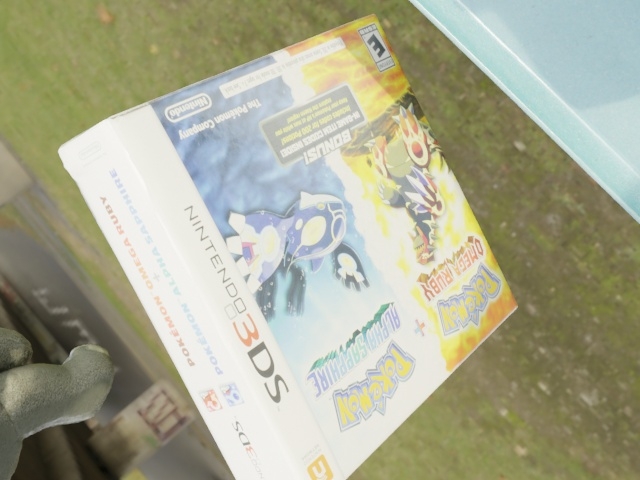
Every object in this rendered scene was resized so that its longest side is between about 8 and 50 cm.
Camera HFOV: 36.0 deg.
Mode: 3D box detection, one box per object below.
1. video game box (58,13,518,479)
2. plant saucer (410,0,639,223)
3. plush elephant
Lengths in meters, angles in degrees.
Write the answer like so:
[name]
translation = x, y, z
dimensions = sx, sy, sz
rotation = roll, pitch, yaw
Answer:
[video game box]
translation = 0.000, 0.000, 0.486
dimensions = 0.048, 0.205, 0.187
rotation = -18, 101, 43
[plant saucer]
translation = 0.085, -0.064, 0.312
dimensions = 0.192, 0.018, 0.067
rotation = 45, 144, 1
[plush elephant]
translation = -0.418, 0.180, 0.940
dimensions = 0.255, 0.272, 0.330
rotation = 23, -179, 26
